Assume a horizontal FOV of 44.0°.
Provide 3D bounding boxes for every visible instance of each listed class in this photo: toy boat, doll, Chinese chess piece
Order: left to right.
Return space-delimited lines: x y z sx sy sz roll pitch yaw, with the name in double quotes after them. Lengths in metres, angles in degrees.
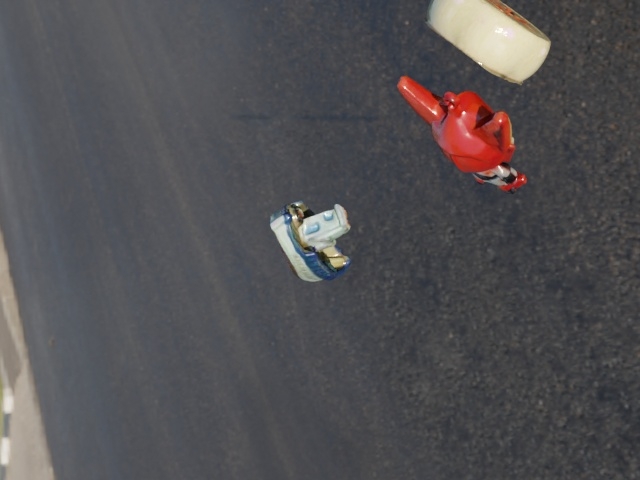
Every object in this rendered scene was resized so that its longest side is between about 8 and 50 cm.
0.000 0.000 1.309 0.262 0.115 0.114 61 -165 -67 "toy boat"
0.139 -0.087 0.720 0.109 0.169 0.057 29 78 33 "doll"
0.159 -0.200 0.750 0.051 0.122 0.122 -57 43 24 "Chinese chess piece"
